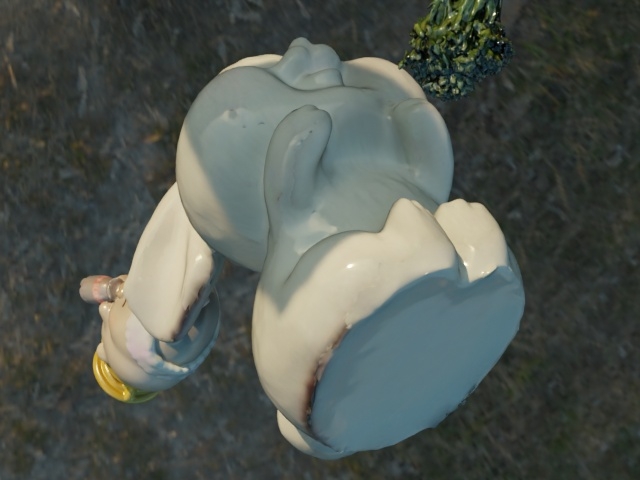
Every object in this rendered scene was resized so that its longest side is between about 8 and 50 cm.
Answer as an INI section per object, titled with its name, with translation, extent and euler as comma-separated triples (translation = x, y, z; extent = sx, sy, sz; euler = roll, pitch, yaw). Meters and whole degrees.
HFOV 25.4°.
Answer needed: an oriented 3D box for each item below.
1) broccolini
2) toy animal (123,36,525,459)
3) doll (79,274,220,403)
[broccolini]
translation = 0.070, -0.158, 0.542
extent = 0.042, 0.044, 0.218
euler = 11, 84, 4
[toy animal]
translation = -0.001, 0.008, 0.677
extent = 0.127, 0.193, 0.178
euler = -8, 126, -34
[doll]
translation = -0.099, 0.041, 0.813
extent = 0.084, 0.073, 0.127
euler = 34, 139, -4
